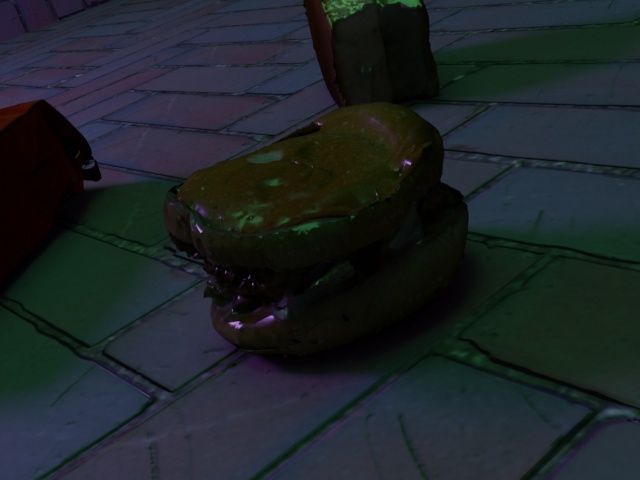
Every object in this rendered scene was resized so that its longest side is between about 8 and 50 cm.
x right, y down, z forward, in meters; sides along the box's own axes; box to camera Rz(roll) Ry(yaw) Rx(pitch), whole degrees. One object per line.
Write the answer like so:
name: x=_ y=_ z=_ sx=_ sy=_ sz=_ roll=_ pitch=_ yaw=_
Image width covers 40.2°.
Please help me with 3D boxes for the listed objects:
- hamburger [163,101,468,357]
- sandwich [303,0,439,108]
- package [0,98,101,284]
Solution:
hamburger: x=0.000 y=0.000 z=0.527 sx=0.177 sy=0.113 sz=0.185 roll=-5 pitch=33 yaw=14
sandwich: x=0.052 y=-0.205 z=0.948 sx=0.108 sy=0.220 sz=0.186 roll=-16 pitch=60 yaw=-2
package: x=-0.357 y=-0.010 z=0.773 sx=0.196 sy=0.123 sz=0.423 roll=-8 pitch=26 yaw=15
